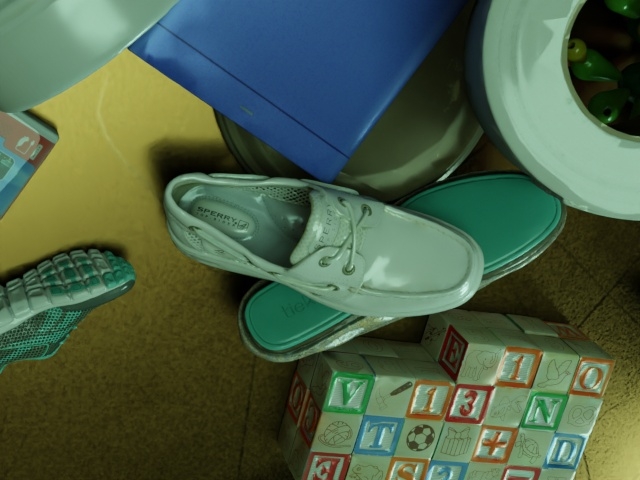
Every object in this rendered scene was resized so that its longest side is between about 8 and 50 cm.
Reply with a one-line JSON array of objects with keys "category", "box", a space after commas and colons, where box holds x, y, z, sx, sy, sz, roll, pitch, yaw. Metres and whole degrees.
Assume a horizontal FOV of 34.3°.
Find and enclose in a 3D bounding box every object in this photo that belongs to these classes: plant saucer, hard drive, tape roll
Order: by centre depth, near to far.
[{"category": "tape roll", "box": [0.241, -0.146, 0.814, 0.246, 0.169, 0.246, 0, 99, 2]}, {"category": "hard drive", "box": [0.022, -0.226, 0.822, 0.210, 0.040, 0.318, 33, 99, -30]}, {"category": "plant saucer", "box": [0.042, -0.147, 0.913, 0.278, 0.041, 0.277, -7, 114, -15]}]

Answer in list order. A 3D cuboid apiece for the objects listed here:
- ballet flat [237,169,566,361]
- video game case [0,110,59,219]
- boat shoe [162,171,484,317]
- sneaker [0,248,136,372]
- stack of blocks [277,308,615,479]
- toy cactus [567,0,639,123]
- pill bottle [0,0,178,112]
[{"category": "ballet flat", "box": [0.072, 0.024, 0.958, 0.316, 0.106, 0.107, -21, 74, -2]}, {"category": "video game case", "box": [-0.377, -0.027, 0.831, 0.204, 0.025, 0.285, 35, 98, -26]}, {"category": "boat shoe", "box": [0.000, 0.000, 0.862, 0.277, 0.096, 0.098, 10, 76, 5]}, {"category": "sneaker", "box": [-0.237, 0.064, 0.903, 0.167, 0.065, 0.076, -20, 132, -6]}, {"category": "stack of blocks", "box": [0.124, 0.161, 1.035, 0.297, 0.087, 0.171, 8, 108, -21]}, {"category": "toy cactus", "box": [0.308, -0.156, 0.976, 0.180, 0.112, 0.219, -35, 116, -23]}, {"category": "pill bottle", "box": [-0.261, -0.287, 0.653, 0.224, 0.224, 0.392, -38, 117, -1]}]
